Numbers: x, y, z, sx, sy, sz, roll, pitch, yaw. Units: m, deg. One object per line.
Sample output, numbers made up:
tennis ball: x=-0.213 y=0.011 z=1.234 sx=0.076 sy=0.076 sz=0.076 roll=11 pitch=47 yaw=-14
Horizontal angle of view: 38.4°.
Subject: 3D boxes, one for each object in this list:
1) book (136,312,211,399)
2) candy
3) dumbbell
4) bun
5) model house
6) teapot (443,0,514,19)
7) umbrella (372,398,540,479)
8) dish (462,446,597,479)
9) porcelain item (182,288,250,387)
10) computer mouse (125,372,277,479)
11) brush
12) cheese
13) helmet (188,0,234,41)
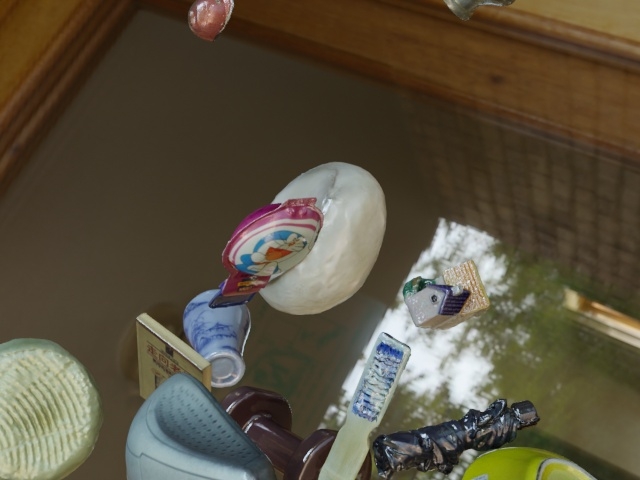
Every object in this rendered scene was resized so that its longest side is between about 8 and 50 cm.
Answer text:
book: x=-0.254 y=0.243 z=1.595 sx=0.026 sy=0.161 sz=0.231 roll=-40 pitch=-27 yaw=-36
candy: x=0.000 y=0.000 z=1.587 sx=0.185 sy=0.295 sz=0.296 roll=35 pitch=-103 yaw=-28
dumbbell: x=-0.045 y=0.292 z=1.266 sx=0.140 sy=0.225 sz=0.124 roll=21 pitch=-93 yaw=-42
bun: x=-0.390 y=0.227 z=1.220 sx=0.195 sy=0.118 sz=0.196 roll=3 pitch=-97 yaw=-27
model house: x=0.197 y=0.082 z=1.426 sx=0.100 sy=0.088 sz=0.100 roll=6 pitch=-30 yaw=-43
teapot: x=0.256 y=-0.413 z=1.441 sx=0.119 sy=0.130 sz=0.165 roll=-31 pitch=-13 yaw=33
umbrella: x=0.180 y=0.261 z=1.197 sx=0.224 sy=0.071 sz=0.080 roll=-15 pitch=-21 yaw=-13
dish: x=0.273 y=0.354 z=1.111 sx=0.262 sy=0.221 sz=0.108 roll=-49 pitch=-9 yaw=-44
porcelain item: x=-0.208 y=0.192 z=1.884 sx=0.259 sy=0.141 sz=0.141 roll=-112 pitch=29 yaw=-62
computer mouse: x=-0.131 y=0.272 z=0.993 sx=0.121 sy=0.371 sz=0.188 roll=-20 pitch=-70 yaw=-25
brush: x=0.036 y=0.163 z=0.817 sx=0.030 sy=0.033 sz=0.179 roll=-61 pitch=-8 yaw=-65
cheese: x=-0.079 y=0.022 z=1.266 sx=0.155 sy=0.062 sz=0.244 roll=-4 pitch=-36 yaw=-40
helmet: x=-0.177 y=-0.352 z=1.425 sx=0.049 sy=0.065 sz=0.084 roll=8 pitch=-50 yaw=-43
